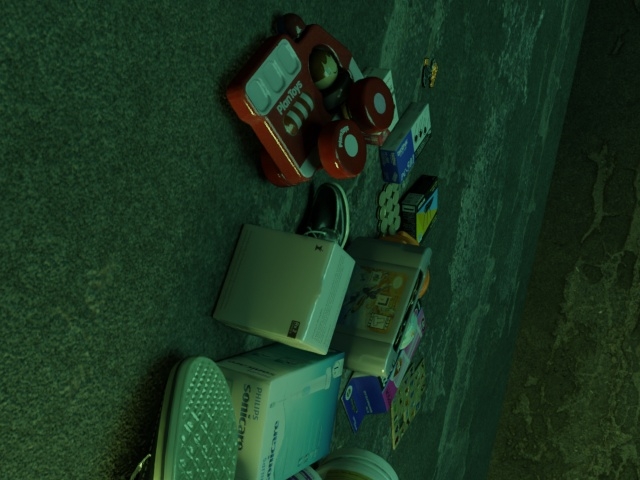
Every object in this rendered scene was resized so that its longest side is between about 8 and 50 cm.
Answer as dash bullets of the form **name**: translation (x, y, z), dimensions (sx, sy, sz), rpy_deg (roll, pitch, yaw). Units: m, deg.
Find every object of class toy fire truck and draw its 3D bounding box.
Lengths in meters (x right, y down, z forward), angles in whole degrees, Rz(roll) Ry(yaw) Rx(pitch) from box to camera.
- **toy fire truck**: translation (-0.021, -0.250, 1.496), dimensions (0.254, 0.169, 0.302), rpy_deg (57, 46, -31)

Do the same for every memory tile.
- **memory tile**: translation (0.163, -0.071, 2.086), dimensions (0.113, 0.012, 0.148), rpy_deg (-48, 142, -46)

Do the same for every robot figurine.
- **robot figurine**: translation (0.190, 0.068, 2.065), dimensions (0.219, 0.128, 0.158), rpy_deg (57, 12, -55)

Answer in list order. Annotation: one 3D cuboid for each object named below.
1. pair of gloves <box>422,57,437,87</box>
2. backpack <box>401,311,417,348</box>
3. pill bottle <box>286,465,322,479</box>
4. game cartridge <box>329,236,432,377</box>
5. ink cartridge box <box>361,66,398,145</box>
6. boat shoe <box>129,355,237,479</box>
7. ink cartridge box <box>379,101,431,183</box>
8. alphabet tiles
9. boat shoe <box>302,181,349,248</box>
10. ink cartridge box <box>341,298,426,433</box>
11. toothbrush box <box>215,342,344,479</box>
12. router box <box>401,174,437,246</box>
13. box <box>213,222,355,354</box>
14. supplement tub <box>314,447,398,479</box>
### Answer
- **pair of gloves**: translation (0.274, -0.419, 2.169), dimensions (0.083, 0.010, 0.074), rpy_deg (-17, 116, -60)
- **backpack**: translation (0.122, 0.167, 1.906), dimensions (0.152, 0.181, 0.115), rpy_deg (-70, 153, -19)
- **pill bottle**: translation (-0.119, 0.515, 1.576), dimensions (0.301, 0.169, 0.169), rpy_deg (-6, 105, -63)
- **game cartridge**: translation (0.099, 0.131, 1.825), dimensions (0.297, 0.198, 0.062), rpy_deg (-68, 153, -22)
- **ink cartridge box**: translation (0.116, -0.286, 1.850), dimensions (0.099, 0.056, 0.135), rpy_deg (-57, 148, -35)
- **boat shoe**: translation (-0.238, 0.425, 1.328), dimensions (0.186, 0.155, 0.501), rpy_deg (25, 67, -59)
- **ink cartridge box**: translation (0.206, -0.234, 2.066), dimensions (0.207, 0.046, 0.097), rpy_deg (-55, 145, -39)
- **alphabet tiles**: translation (0.254, 0.451, 2.489), dimensions (0.237, 0.009, 0.198), rpy_deg (-47, 139, -48)
- **boat shoe**: translation (0.000, 0.000, 1.703), dimensions (0.079, 0.084, 0.233), rpy_deg (-3, 106, -64)
- **ink cartridge box**: translation (0.166, 0.299, 2.193), dimensions (0.371, 0.069, 0.176), rpy_deg (-58, 147, -32)
- **toothbrush box**: translation (-0.084, 0.319, 1.614), dimensions (0.295, 0.126, 0.217), rpy_deg (-9, 109, -63)
- **router box**: translation (0.255, -0.072, 2.222), dimensions (0.179, 0.046, 0.133), rpy_deg (-50, 143, -52)
- **box**: translation (-0.061, 0.084, 1.503), dimensions (0.119, 0.181, 0.181), rpy_deg (44, 62, -62)
- **supplement tub**: translation (0.045, 0.620, 1.853), dimensions (0.316, 0.228, 0.228), rpy_deg (-58, 149, -58)
